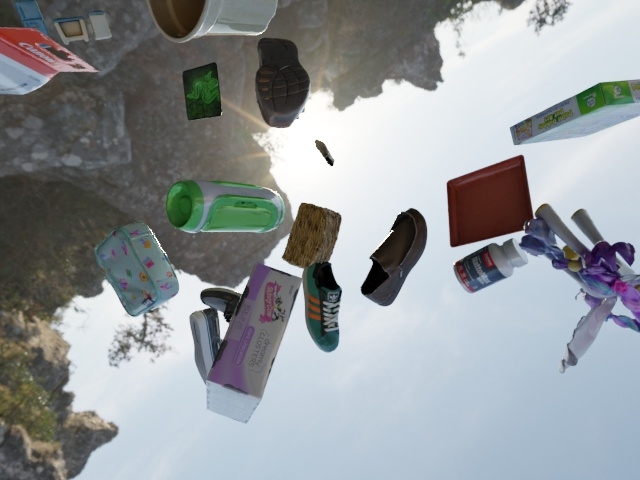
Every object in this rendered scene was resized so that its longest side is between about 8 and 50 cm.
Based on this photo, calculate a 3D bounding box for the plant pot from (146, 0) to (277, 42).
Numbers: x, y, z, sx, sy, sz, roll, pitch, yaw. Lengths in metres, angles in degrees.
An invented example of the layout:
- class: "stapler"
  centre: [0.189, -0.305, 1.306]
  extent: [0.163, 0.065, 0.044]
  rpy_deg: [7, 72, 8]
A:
- class: "plant pot"
  centre: [-0.313, -0.770, 1.238]
  extent: [0.333, 0.334, 0.305]
  rpy_deg: [-16, -177, 42]

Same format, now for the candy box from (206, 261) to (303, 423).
- class: "candy box"
  centre: [-0.096, 0.150, 0.569]
  extent: [0.196, 0.070, 0.165]
  rpy_deg: [114, -4, -56]

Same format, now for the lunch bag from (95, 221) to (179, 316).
- class: "lunch bag"
  centre: [-0.586, 0.102, 1.282]
  extent: [0.224, 0.279, 0.108]
  rpy_deg: [-30, 179, 31]

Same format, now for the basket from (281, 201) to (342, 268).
- class: "basket"
  centre: [0.000, 0.000, 1.860]
  extent: [0.213, 0.223, 0.299]
  rpy_deg: [17, -93, 38]

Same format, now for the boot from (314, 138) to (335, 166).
- class: "boot"
  centre: [0.019, -0.359, 1.666]
  extent: [0.042, 0.118, 0.087]
  rpy_deg: [-37, -148, 17]

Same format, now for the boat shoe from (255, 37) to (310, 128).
- class: "boat shoe"
  centre: [-0.093, -0.345, 0.925]
  extent: [0.116, 0.123, 0.324]
  rpy_deg: [106, -15, -46]

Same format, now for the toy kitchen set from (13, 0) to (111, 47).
- class: "toy kitchen set"
  centre: [-0.720, -0.620, 1.132]
  extent: [0.207, 0.122, 0.166]
  rpy_deg: [-22, -149, -22]

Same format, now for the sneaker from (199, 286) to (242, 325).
- class: "sneaker"
  centre: [-0.250, 0.216, 1.151]
  extent: [0.083, 0.222, 0.118]
  rpy_deg: [118, -11, -50]

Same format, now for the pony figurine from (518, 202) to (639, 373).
- class: "pony figurine"
  centre: [0.581, 0.081, 0.816]
  extent: [0.303, 0.350, 0.363]
  rpy_deg: [-60, -136, 33]

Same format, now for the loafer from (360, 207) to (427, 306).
- class: "loafer"
  centre: [0.244, 0.062, 1.373]
  extent: [0.134, 0.130, 0.366]
  rpy_deg: [34, -71, 50]

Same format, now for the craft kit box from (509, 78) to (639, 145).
- class: "craft kit box"
  centre: [0.630, -0.295, 0.937]
  extent: [0.249, 0.061, 0.246]
  rpy_deg: [-11, 175, -17]

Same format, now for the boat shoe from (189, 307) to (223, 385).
- class: "boat shoe"
  centre: [-0.423, 0.419, 1.579]
  extent: [0.119, 0.335, 0.121]
  rpy_deg: [-17, -154, -38]

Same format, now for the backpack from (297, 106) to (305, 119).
- class: "backpack"
  centre: [-0.151, -0.578, 1.621]
  extent: [0.144, 0.166, 0.188]
  rpy_deg: [-29, -136, -31]

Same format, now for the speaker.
- class: "speaker"
  centre: [-0.228, -0.082, 1.020]
  extent: [0.131, 0.131, 0.296]
  rpy_deg: [-20, 169, 35]

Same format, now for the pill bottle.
- class: "pill bottle"
  centre: [0.483, 0.069, 1.149]
  extent: [0.180, 0.108, 0.108]
  rpy_deg: [-35, -162, 33]

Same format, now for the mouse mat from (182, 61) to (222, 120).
- class: "mouse mat"
  centre: [-0.367, -0.454, 1.244]
  extent: [0.189, 0.153, 0.007]
  rpy_deg: [8, -163, 39]

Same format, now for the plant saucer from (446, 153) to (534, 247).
- class: "plant saucer"
  centre: [0.533, -0.114, 1.280]
  extent: [0.258, 0.047, 0.259]
  rpy_deg: [-18, -123, 40]

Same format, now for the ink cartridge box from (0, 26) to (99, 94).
- class: "ink cartridge box"
  centre: [-0.533, -0.292, 0.674]
  extent: [0.232, 0.066, 0.189]
  rpy_deg: [5, -176, -1]

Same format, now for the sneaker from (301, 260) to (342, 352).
- class: "sneaker"
  centre: [0.016, 0.213, 1.335]
  extent: [0.108, 0.302, 0.121]
  rpy_deg: [-2, 161, -35]
